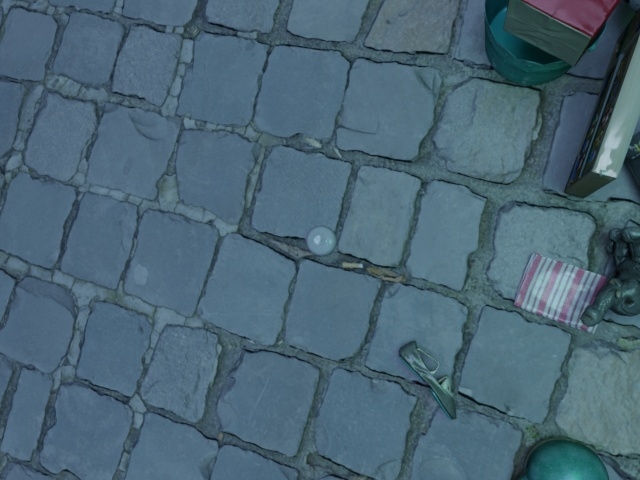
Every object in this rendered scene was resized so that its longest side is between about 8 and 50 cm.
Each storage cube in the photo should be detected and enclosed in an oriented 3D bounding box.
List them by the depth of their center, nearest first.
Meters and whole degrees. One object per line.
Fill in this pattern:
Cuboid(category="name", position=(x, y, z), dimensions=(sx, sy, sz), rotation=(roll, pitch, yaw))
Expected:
Cuboid(category="storage cube", position=(0.506, -0.503, 1.088), dimensions=(0.184, 0.215, 0.193), rotation=(34, 99, 12))

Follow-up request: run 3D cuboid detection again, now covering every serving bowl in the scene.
Cuboid(category="serving bowl", position=(0.000, 0.000, 1.440), dimensions=(0.084, 0.027, 0.083), rotation=(-1, 85, 13))

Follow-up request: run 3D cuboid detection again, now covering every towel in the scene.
Cuboid(category="towel", position=(0.586, 0.126, 1.298), dimensions=(0.197, 0.029, 0.144), rotation=(20, 91, 13))

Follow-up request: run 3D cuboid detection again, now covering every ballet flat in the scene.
Cuboid(category="ballet flat", position=(0.280, 0.340, 1.329), dimensions=(0.068, 0.072, 0.213), rotation=(-40, 78, 1))

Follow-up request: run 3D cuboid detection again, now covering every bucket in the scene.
Cuboid(category="bucket", position=(0.524, -0.518, 1.284), dimensions=(0.282, 0.183, 0.280), rotation=(-1, 86, 12))

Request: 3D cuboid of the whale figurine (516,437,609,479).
Cuboid(category="whale figurine", position=(0.548, 0.591, 1.212), dimensions=(0.217, 0.141, 0.271), rotation=(11, 89, 13))

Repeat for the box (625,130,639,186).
Cuboid(category="box", position=(0.804, -0.193, 1.175), dimensions=(0.056, 0.231, 0.182), rotation=(-8, 72, -32))

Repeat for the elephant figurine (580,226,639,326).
Cuboid(category="elephant figurine", position=(0.705, 0.101, 1.211), dimensions=(0.186, 0.169, 0.239), rotation=(11, 82, 27))

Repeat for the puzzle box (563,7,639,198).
Cuboid(category="puzzle box", position=(0.656, -0.308, 1.193), dimensions=(0.052, 0.272, 0.408), rotation=(19, 89, 13))

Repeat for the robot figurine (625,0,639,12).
Cuboid(category="robot figurine", position=(0.792, -0.614, 1.208), dimensions=(0.209, 0.173, 0.278), rotation=(19, 52, 37))
